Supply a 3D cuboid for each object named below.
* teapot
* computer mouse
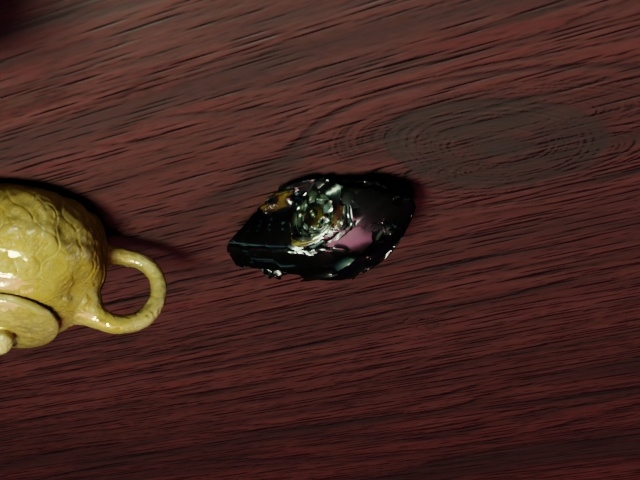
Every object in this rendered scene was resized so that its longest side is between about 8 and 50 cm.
[{"bbox_3d":[-0.320,0.049,1.757,0.311,0.167,0.203,11,152,-12],"label":"teapot"},{"bbox_3d":[0.000,0.000,1.705,0.146,0.078,0.241,29,145,-35],"label":"computer mouse"}]
